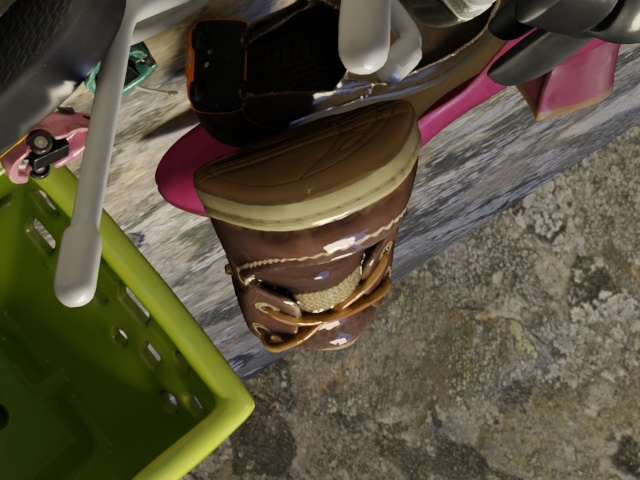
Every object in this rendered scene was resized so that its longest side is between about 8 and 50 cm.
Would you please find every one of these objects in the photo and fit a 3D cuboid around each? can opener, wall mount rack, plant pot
[{"bbox_3d":[0.119,-0.115,0.898,0.073,0.059,0.186,14,172,-11],"label":"can opener"},{"bbox_3d":[0.005,-0.123,0.827,0.350,0.130,0.304,-37,178,43],"label":"wall mount rack"},{"bbox_3d":[-0.203,0.104,1.157,0.228,0.227,0.207,-38,173,-18],"label":"plant pot"}]

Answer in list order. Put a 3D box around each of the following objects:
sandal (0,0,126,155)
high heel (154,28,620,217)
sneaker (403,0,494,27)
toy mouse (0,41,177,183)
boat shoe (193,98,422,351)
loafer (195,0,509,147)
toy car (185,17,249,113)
[{"bbox_3d":[-0.177,-0.037,0.908,0.254,0.054,0.097,-34,-144,31],"label":"sandal"},{"bbox_3d":[0.057,-0.137,1.305,0.377,0.127,0.181,-22,142,-21],"label":"high heel"},{"bbox_3d":[0.124,-0.202,1.037,0.132,0.086,0.228,-29,172,-25],"label":"sneaker"},{"bbox_3d":[-0.139,-0.077,1.027,0.143,0.031,0.161,-22,160,-41],"label":"toy mouse"},{"bbox_3d":[0.000,0.000,1.038,0.123,0.123,0.342,-21,-175,-9],"label":"boat shoe"},{"bbox_3d":[0.025,-0.124,1.186,0.220,0.080,0.078,-28,173,-9],"label":"loafer"},{"bbox_3d":[-0.030,-0.119,1.123,0.122,0.060,0.040,-21,-157,-16],"label":"toy car"}]
